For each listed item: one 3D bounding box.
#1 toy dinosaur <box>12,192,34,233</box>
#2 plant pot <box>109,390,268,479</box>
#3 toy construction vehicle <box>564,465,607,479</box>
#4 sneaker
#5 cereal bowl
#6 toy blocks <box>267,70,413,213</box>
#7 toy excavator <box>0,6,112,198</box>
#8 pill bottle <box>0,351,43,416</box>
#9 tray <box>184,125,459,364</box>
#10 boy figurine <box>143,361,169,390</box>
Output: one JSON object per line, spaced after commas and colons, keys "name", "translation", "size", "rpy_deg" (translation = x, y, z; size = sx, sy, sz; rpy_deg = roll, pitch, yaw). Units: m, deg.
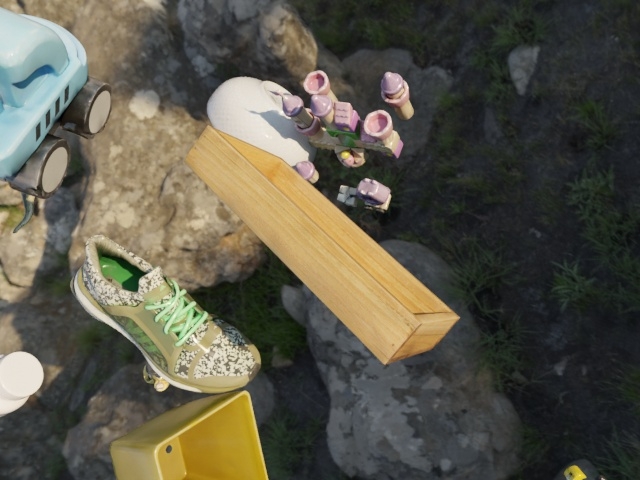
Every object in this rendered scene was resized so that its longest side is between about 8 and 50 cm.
{"name": "toy dinosaur", "translation": [-0.740, -0.151, 1.371], "size": [0.118, 0.064, 0.268], "rpy_deg": [-20, 66, 8]}
{"name": "plant pot", "translation": [-0.242, 0.397, 0.929], "size": [0.187, 0.212, 0.212], "rpy_deg": [-7, 97, 35]}
{"name": "toy construction vehicle", "translation": [0.279, 0.266, 0.501], "size": [0.035, 0.098, 0.086], "rpy_deg": [-42, 25, 11]}
{"name": "sneaker", "translation": [-0.289, 0.129, 0.964], "size": [0.158, 0.410, 0.182], "rpy_deg": [-55, -8, -34]}
{"name": "cereal bowl", "translation": [-0.135, -0.333, 1.472], "size": [0.141, 0.339, 0.339], "rpy_deg": [-44, 42, 27]}
{"name": "toy blocks", "translation": [0.045, -0.269, 1.281], "size": [0.289, 0.260, 0.308], "rpy_deg": [13, 81, 25]}
{"name": "toy excavator", "translation": [-0.492, -0.226, 0.710], "size": [0.445, 0.222, 0.432], "rpy_deg": [117, 173, -58]}
{"name": "pill bottle", "translation": [-0.616, 0.278, 0.998], "size": [0.187, 0.112, 0.112], "rpy_deg": [-27, 51, 23]}
{"name": "tray", "translation": [0.000, 0.000, 0.771], "size": [0.411, 0.203, 0.076], "rpy_deg": [44, 104, 24]}
{"name": "boy figurine", "translation": [-0.527, 0.400, 1.727], "size": [0.285, 0.092, 0.177], "rpy_deg": [133, 132, -61]}
